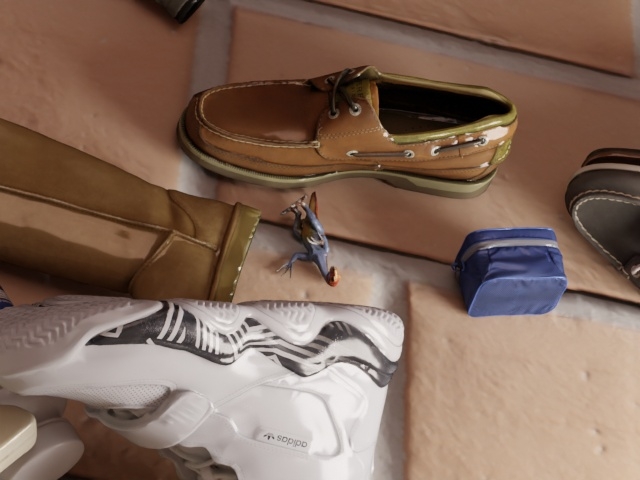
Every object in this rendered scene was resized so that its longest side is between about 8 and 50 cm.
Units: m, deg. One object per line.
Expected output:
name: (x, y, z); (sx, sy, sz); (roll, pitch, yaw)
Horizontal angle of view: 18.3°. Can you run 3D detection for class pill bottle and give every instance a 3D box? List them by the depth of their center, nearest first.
pill bottle: (-0.257, 0.112, 1.556); (0.094, 0.094, 0.169); (-24, 65, -30)

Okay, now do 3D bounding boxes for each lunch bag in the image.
lunch bag: (0.165, 0.025, 1.772); (0.098, 0.067, 0.065); (0, 55, -17)

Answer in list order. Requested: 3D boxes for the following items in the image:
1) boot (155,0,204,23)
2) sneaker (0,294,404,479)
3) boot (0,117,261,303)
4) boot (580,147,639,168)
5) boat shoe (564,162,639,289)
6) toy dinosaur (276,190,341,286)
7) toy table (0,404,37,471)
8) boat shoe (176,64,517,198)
boot: (-0.143, -0.323, 1.927); (0.161, 0.083, 0.246); (28, 57, -6)
sneaker: (-0.090, 0.148, 1.485); (0.366, 0.137, 0.210); (3, 88, -38)
boot: (-0.206, 0.024, 1.650); (0.270, 0.089, 0.236); (18, 49, -1)
boot: (0.340, -0.071, 1.902); (0.219, 0.082, 0.106); (13, 41, -19)
boat shoe: (0.369, 0.039, 1.801); (0.335, 0.112, 0.095); (28, 47, -2)
toy dinosaur: (0.000, 0.000, 1.756); (0.090, 0.047, 0.082); (-33, 89, -44)
toy table: (-0.348, 0.171, 1.414); (0.161, 0.252, 0.274); (29, 60, 25)
boat shoe: (0.027, -0.115, 1.803); (0.307, 0.104, 0.110); (2, 55, -17)
